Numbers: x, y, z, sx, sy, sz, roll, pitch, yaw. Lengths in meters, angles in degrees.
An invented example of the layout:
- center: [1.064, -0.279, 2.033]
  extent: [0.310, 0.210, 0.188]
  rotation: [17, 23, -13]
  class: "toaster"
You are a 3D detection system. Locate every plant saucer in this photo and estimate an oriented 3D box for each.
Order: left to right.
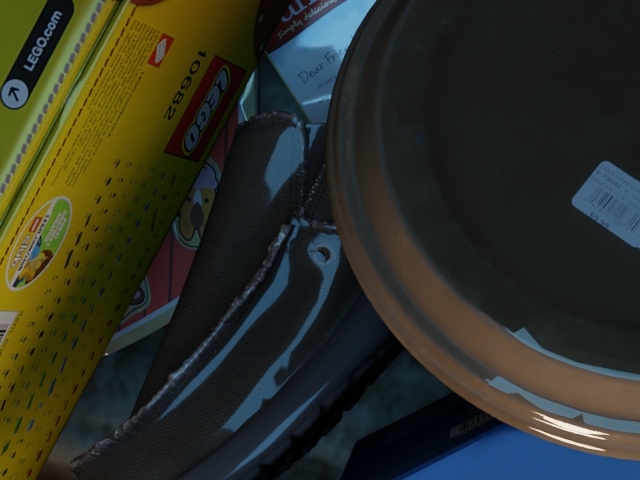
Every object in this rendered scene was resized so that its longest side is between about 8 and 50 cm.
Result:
- center: [0.141, -0.043, 0.752]
  extent: [0.278, 0.041, 0.277]
  rotation: [1, 67, -1]
  class: "plant saucer"

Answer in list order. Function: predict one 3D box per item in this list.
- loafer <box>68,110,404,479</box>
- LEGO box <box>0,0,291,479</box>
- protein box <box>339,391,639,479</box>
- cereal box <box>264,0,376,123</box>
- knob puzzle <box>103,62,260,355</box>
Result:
- center: [0.000, 0.000, 0.858]
  extent: [0.130, 0.134, 0.366]
  rotation: [43, 89, 8]
  class: "loafer"
- center: [-0.297, -0.017, 0.852]
  extent: [0.372, 0.193, 0.500]
  rotation: [30, 95, 15]
  class: "LEGO box"
- center: [0.126, 0.128, 0.849]
  extent: [0.200, 0.201, 0.136]
  rotation: [-28, 90, 5]
  class: "protein box"
- center: [0.089, -0.074, 0.920]
  extent: [0.173, 0.047, 0.240]
  rotation: [-32, 89, 8]
  class: "cereal box"
- center: [-0.120, -0.031, 0.932]
  extent: [0.213, 0.030, 0.213]
  rotation: [2, 99, 16]
  class: "knob puzzle"
